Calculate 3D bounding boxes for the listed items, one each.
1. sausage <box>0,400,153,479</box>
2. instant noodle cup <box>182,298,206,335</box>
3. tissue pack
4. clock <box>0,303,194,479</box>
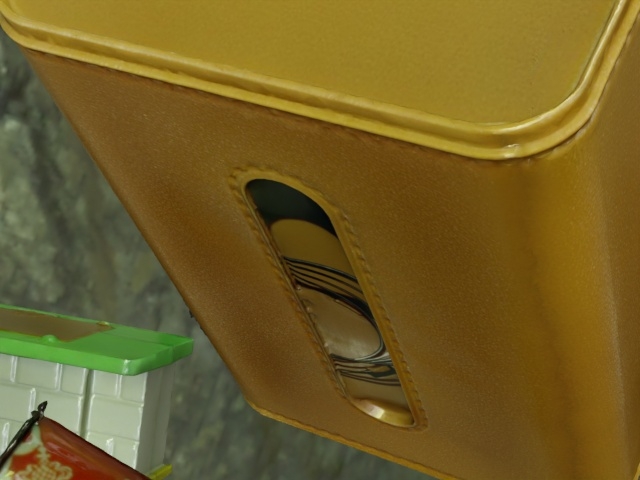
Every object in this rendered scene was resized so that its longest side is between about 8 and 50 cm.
[{"bbox_3d":[-0.027,0.165,0.543,0.083,0.264,0.083,-59,2,4],"label":"sausage"},{"bbox_3d":[0.000,0.000,1.137,0.207,0.217,0.217,-18,-48,-52],"label":"instant noodle cup"},{"bbox_3d":[0.033,-0.028,0.477,0.145,0.194,0.274,-61,-28,-23],"label":"tissue pack"},{"bbox_3d":[-0.212,0.172,0.827,0.106,0.220,0.255,-10,-72,-76],"label":"clock"}]
